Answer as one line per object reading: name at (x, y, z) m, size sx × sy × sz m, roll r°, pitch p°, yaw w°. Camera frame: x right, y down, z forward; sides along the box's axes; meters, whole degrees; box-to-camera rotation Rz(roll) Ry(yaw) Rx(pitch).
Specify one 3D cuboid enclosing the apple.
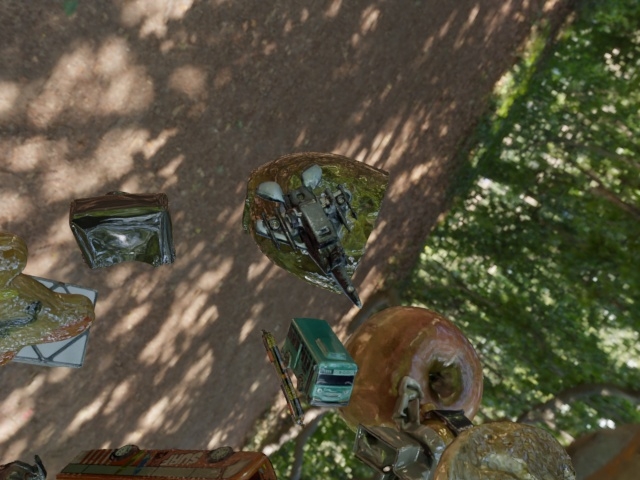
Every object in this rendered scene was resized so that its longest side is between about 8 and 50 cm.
apple at (0.196, 0.330, 1.542) m, size 0.338 × 0.338 × 0.305 m, roll -47°, pitch -169°, yaw -29°

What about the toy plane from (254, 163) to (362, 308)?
toy plane at (0.001, -0.004, 0.994) m, size 0.169 × 0.246 × 0.078 m, roll -21°, pitch 148°, yaw -18°

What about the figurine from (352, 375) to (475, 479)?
figurine at (0.212, 0.420, 1.280) m, size 0.143 × 0.308 × 0.308 m, roll -11°, pitch -152°, yaw 51°

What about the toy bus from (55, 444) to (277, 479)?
toy bus at (-0.253, 0.389, 1.051) m, size 0.092 × 0.409 × 0.093 m, roll -39°, pitch 114°, yaw -56°

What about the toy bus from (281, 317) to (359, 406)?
toy bus at (-0.002, 0.199, 1.090) m, size 0.079 × 0.160 × 0.091 m, roll 8°, pitch 110°, yaw -23°

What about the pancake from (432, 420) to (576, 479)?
pancake at (0.275, 0.428, 0.880) m, size 0.082 × 0.386 × 0.387 m, roll -30°, pitch -174°, yaw 42°

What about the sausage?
sausage at (-0.070, 0.255, 1.219) m, size 0.025 × 0.198 × 0.028 m, roll -23°, pitch 164°, yaw -3°

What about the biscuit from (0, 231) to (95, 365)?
biscuit at (-0.683, 0.148, 1.283) m, size 0.369 × 0.076 × 0.394 m, roll -22°, pitch 148°, yaw -1°

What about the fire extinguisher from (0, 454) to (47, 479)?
fire extinguisher at (-0.556, 0.408, 1.056) m, size 0.268 × 0.072 × 0.089 m, roll -20°, pitch 131°, yaw 6°

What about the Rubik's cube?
Rubik's cube at (-0.714, 0.206, 1.651) m, size 0.205 × 0.205 × 0.207 m, roll 21°, pitch 71°, yaw -40°

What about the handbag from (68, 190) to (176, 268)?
handbag at (-0.584, -0.021, 1.958) m, size 0.113 × 0.286 × 0.256 m, roll -104°, pitch -168°, yaw -50°

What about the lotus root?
lotus root at (-0.028, -0.059, 1.287) m, size 0.149 × 0.261 × 0.266 m, roll -108°, pitch -139°, yaw -82°
